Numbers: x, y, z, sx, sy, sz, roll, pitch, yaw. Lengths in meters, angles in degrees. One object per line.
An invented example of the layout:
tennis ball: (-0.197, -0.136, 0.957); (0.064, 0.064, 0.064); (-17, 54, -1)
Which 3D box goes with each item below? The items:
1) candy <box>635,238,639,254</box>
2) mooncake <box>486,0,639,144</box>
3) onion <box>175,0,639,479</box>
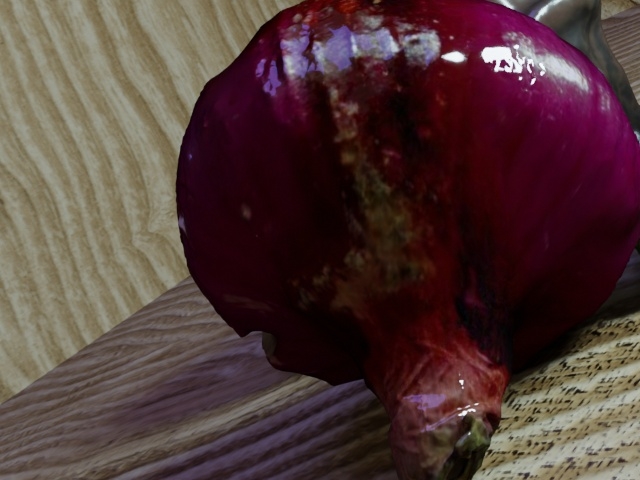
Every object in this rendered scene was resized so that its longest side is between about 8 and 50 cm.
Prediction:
candy: (0.322, -0.022, 1.004); (0.097, 0.096, 0.209); (-28, 4, 5)
mooncake: (0.245, -0.152, 1.267); (0.174, 0.325, 0.334); (-31, 43, -29)
onion: (0.079, 0.010, 0.875); (0.398, 0.398, 0.420); (-26, 36, 16)
